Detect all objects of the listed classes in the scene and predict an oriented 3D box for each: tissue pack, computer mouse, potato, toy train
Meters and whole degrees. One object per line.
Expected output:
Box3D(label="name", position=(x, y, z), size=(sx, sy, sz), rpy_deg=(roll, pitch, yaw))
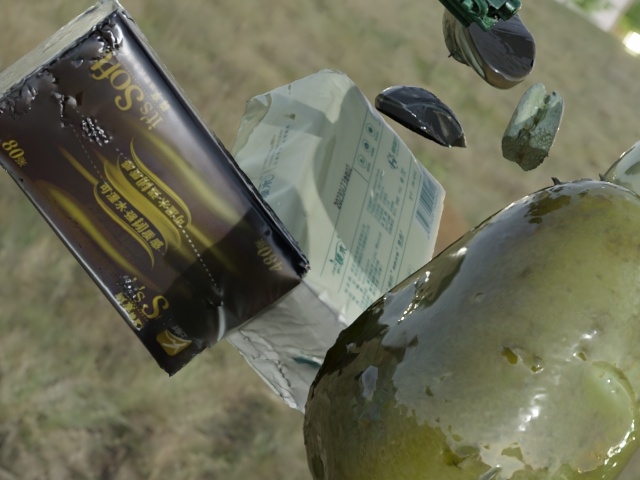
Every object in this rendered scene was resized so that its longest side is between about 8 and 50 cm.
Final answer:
Box3D(label="tissue pack", position=(0.000, 0.000, 2.289), size=(0.297, 0.207, 0.380), rpy_deg=(48, 40, -30))
Box3D(label="computer mouse", position=(0.115, -0.139, 1.847), size=(0.135, 0.047, 0.079), rpy_deg=(29, 2, -45))
Box3D(label="tissue pack", position=(-0.197, -0.071, 1.835), size=(0.370, 0.210, 0.198), rpy_deg=(53, 7, -16))
Box3D(label="potato", position=(0.143, 0.115, 1.312), size=(0.219, 0.359, 0.270), rpy_deg=(34, 19, -30))
Box3D(label="toy train", position=(0.124, -0.276, 1.642), size=(0.170, 0.071, 0.111), rpy_deg=(45, -12, -3))

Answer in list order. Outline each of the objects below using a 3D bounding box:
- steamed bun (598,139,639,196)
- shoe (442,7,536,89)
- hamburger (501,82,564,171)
Box3D(label="steamed bun", position=(0.422, 0.030, 1.537), size=(0.312, 0.233, 0.334), rpy_deg=(47, 3, 35))
Box3D(label="shoe", position=(0.203, -0.256, 2.111), size=(0.103, 0.098, 0.275), rpy_deg=(21, 30, -11))
Box3D(label="hamburger", position=(0.234, -0.128, 1.831), size=(0.054, 0.084, 0.121), rpy_deg=(20, -12, 7))
